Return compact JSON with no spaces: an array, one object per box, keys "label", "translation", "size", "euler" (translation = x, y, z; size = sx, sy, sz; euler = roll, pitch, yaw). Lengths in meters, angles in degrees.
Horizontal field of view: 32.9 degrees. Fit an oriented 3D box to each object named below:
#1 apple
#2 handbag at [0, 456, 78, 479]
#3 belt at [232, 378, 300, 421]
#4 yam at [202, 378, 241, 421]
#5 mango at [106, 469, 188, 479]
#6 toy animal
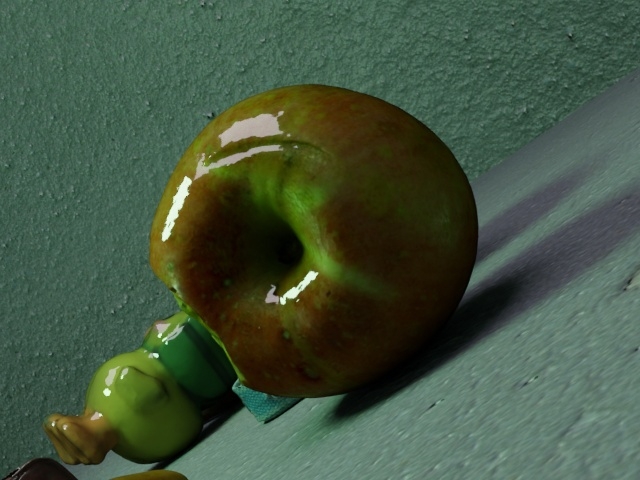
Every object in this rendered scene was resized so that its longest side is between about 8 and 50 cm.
[{"label":"apple","translation":[0.000,0.000,1.165],"size":[0.339,0.339,0.339],"euler":[-36,1,1]},{"label":"handbag","translation":[-0.365,0.367,1.263],"size":[0.225,0.146,0.135],"euler":[-37,-4,-39]},{"label":"belt","translation":[0.020,0.129,1.429],"size":[0.302,0.072,0.087],"euler":[-35,3,3]},{"label":"yam","translation":[-0.139,0.254,1.848],"size":[0.327,0.045,0.045],"euler":[-36,32,39]},{"label":"mango","translation":[-0.223,0.303,1.206],"size":[0.102,0.085,0.184],"euler":[-35,-4,31]},{"label":"toy animal","translation":[-0.269,0.254,1.772],"size":[0.338,0.191,0.216],"euler":[-41,7,-24]}]
